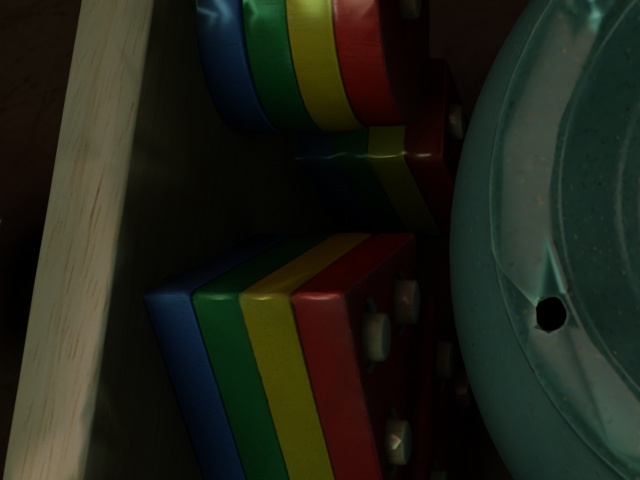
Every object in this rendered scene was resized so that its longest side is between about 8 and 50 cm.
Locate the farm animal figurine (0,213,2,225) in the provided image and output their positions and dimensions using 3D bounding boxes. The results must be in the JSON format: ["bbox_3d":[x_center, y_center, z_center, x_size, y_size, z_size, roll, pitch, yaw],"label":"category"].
[{"bbox_3d":[-0.291,0.133,0.671,0.330,0.172,0.326,-20,48,33],"label":"farm animal figurine"}]

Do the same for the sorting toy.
[{"bbox_3d":[0.000,0.000,0.486,0.089,0.255,0.257,0,70,15],"label":"sorting toy"}]

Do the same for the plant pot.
[{"bbox_3d":[0.159,-0.002,0.374,0.293,0.196,0.293,-4,80,25],"label":"plant pot"}]
